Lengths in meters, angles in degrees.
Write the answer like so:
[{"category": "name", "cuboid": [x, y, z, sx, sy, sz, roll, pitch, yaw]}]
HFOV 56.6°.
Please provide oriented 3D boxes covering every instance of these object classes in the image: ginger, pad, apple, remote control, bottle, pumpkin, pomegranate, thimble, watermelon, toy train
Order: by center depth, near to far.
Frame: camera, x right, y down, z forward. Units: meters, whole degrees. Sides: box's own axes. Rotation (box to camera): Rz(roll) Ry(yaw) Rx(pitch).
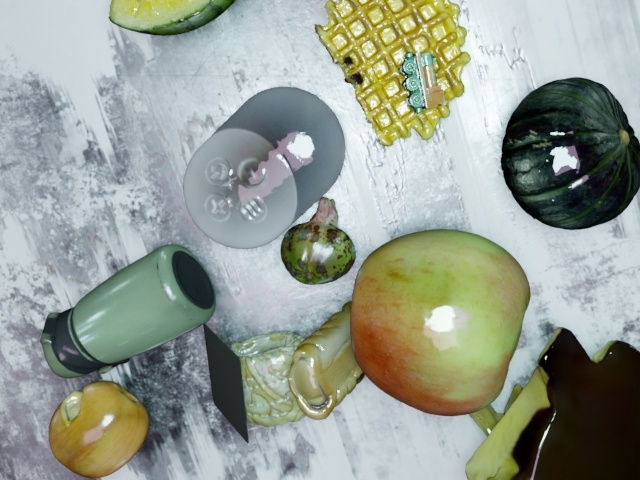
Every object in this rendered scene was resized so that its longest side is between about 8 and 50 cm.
[{"category": "pumpkin", "cuboid": [0.407, -0.141, 0.985, 0.250, 0.216, 0.249, -2, 95, -25]}, {"category": "watermelon", "cuboid": [-0.238, -0.501, 0.997, 0.331, 0.189, 0.330, 1, 96, 10]}, {"category": "apple", "cuboid": [0.192, 0.130, 1.000, 0.277, 0.319, 0.318, 15, 102, 20]}, {"category": "toy train", "cuboid": [0.171, -0.269, 1.002, 0.064, 0.044, 0.103, -14, 101, 2]}, {"category": "ginger", "cuboid": [0.473, 0.333, 1.076, 0.414, 0.211, 0.357, 4, 87, -3]}, {"category": "remote control", "cuboid": [-0.106, -0.130, 1.088, 0.332, 0.103, 0.221, -43, 92, 10]}, {"category": "pomegranate", "cuboid": [-0.004, 0.003, 1.088, 0.138, 0.125, 0.163, 6, 100, 18]}, {"category": "pad", "cuboid": [-0.181, 0.274, 1.139, 0.003, 0.143, 0.211, -21, 125, -32]}, {"category": "thimble", "cuboid": [-0.100, 0.264, 1.142, 0.191, 0.137, 0.143, -10, 102, 32]}, {"category": "bottle", "cuboid": [-0.381, 0.150, 1.143, 0.347, 0.168, 0.168, -28, 95, 15]}, {"category": "apple", "cuboid": [-0.439, 0.370, 1.185, 0.199, 0.199, 0.199, 1, 100, 7]}]

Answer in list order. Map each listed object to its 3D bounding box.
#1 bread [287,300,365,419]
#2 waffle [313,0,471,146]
[{"category": "bread", "cuboid": [0.026, 0.212, 1.084, 0.081, 0.225, 0.134, -12, 107, 48]}, {"category": "waffle", "cuboid": [0.122, -0.325, 1.048, 0.284, 0.065, 0.309, 14, 99, 1]}]
